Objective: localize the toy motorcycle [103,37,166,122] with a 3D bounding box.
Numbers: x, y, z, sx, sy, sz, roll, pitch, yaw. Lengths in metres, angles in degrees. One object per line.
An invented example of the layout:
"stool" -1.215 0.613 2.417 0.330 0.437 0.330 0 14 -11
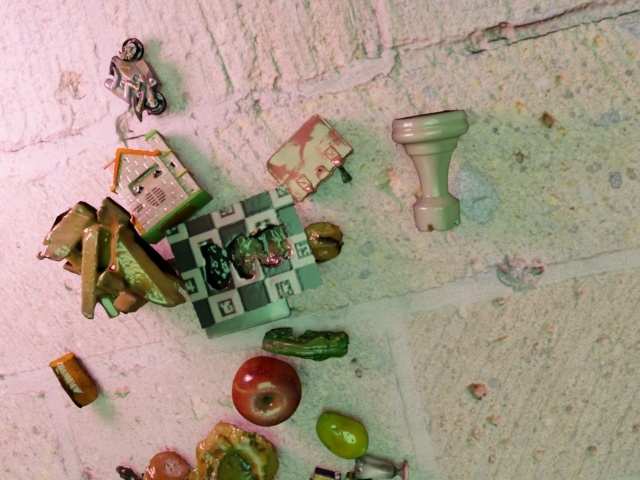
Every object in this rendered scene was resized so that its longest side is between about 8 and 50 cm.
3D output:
"toy motorcycle" -0.533 -0.443 1.314 0.152 0.073 0.225 -22 93 9

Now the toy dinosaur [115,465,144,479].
"toy dinosaur" -0.606 0.806 1.500 0.179 0.087 0.187 -26 76 44

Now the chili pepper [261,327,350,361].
"chili pepper" -0.042 0.299 1.343 0.253 0.099 0.083 3 106 5

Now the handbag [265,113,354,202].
"handbag" -0.030 -0.225 1.291 0.212 0.059 0.157 -44 84 8

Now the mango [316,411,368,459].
"mango" 0.064 0.577 1.379 0.163 0.089 0.117 18 106 15

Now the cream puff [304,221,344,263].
"cream puff" 0.000 0.000 1.297 0.119 0.133 0.104 -29 49 37

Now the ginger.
"ginger" -0.585 0.079 1.227 0.413 0.211 0.358 4 135 22

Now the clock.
"clock" -0.474 -0.156 1.322 0.220 0.106 0.255 -38 82 0

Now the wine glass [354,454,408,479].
"wine glass" 0.179 0.678 1.385 0.155 0.072 0.072 7 97 4

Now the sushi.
"sushi" -0.203 0.042 1.308 0.373 0.100 0.296 -21 89 9

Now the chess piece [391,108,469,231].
"chess piece" 0.295 -0.180 1.221 0.194 0.194 0.299 -8 105 6

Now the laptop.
"laptop" -0.239 0.173 1.388 0.269 0.015 0.188 -17 95 7

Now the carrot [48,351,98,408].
"carrot" -0.755 0.429 1.435 0.082 0.082 0.173 -32 94 8

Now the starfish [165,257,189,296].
"starfish" -0.389 0.053 1.370 0.176 0.053 0.208 -44 92 1

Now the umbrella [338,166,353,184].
"umbrella" 0.066 -0.191 1.315 0.031 0.020 0.083 -32 92 41

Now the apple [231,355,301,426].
"apple" -0.154 0.426 1.344 0.201 0.162 0.201 -1 103 -5

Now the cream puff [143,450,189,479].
"cream puff" -0.467 0.721 1.423 0.144 0.126 0.103 28 114 10

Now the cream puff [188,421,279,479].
"cream puff" -0.255 0.680 1.368 0.281 0.185 0.282 1 99 8

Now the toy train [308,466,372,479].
"toy train" 0.065 0.737 1.408 0.202 0.060 0.081 13 91 4
